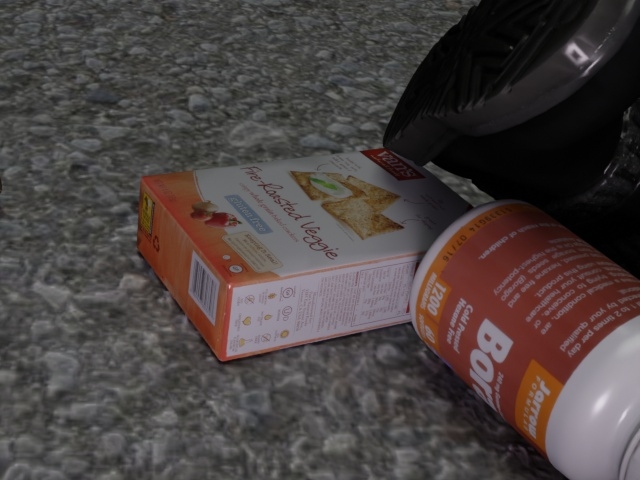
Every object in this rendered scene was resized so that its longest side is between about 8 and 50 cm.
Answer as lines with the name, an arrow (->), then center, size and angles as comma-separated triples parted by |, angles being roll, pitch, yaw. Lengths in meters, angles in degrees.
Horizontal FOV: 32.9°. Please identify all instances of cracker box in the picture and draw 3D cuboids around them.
cracker box -> 0.000, 0.000, 0.806 | 0.232, 0.067, 0.156 | -9, 34, -30

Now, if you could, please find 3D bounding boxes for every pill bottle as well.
pill bottle -> 0.160, 0.073, 0.667 | 0.121, 0.121, 0.216 | -10, 34, -30

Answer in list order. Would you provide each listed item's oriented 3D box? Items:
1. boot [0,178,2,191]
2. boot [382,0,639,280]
boot -> -0.386, -0.096, 0.824 | 0.305, 0.115, 0.112 | 16, 28, 11
boot -> 0.204, -0.066, 0.727 | 0.260, 0.131, 0.348 | 30, -5, -7
